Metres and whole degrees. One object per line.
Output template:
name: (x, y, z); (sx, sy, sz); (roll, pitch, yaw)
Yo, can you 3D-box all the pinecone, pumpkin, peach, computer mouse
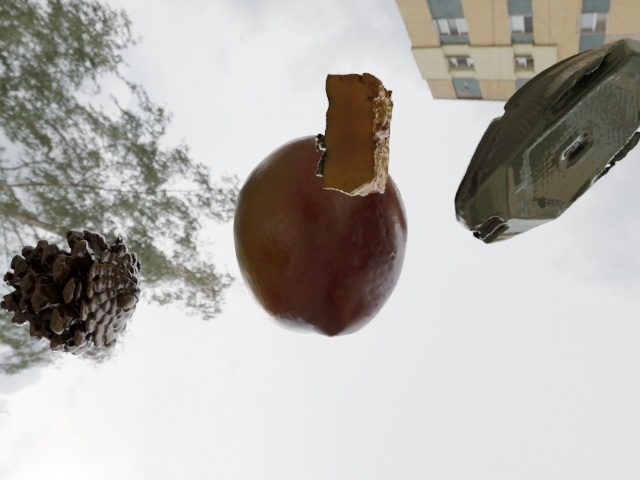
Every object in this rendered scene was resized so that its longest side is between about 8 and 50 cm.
pinecone: (-0.310, 0.063, 0.604); (0.173, 0.173, 0.173); (-7, -109, 23)
pumpkin: (0.023, -0.071, 0.344); (0.054, 0.074, 0.083); (1, -89, 16)
peach: (0.000, 0.000, 0.797); (0.308, 0.308, 0.332); (-16, -115, 20)
computer mouse: (0.413, -0.182, 0.885); (0.429, 0.228, 0.145); (-48, -142, 14)
